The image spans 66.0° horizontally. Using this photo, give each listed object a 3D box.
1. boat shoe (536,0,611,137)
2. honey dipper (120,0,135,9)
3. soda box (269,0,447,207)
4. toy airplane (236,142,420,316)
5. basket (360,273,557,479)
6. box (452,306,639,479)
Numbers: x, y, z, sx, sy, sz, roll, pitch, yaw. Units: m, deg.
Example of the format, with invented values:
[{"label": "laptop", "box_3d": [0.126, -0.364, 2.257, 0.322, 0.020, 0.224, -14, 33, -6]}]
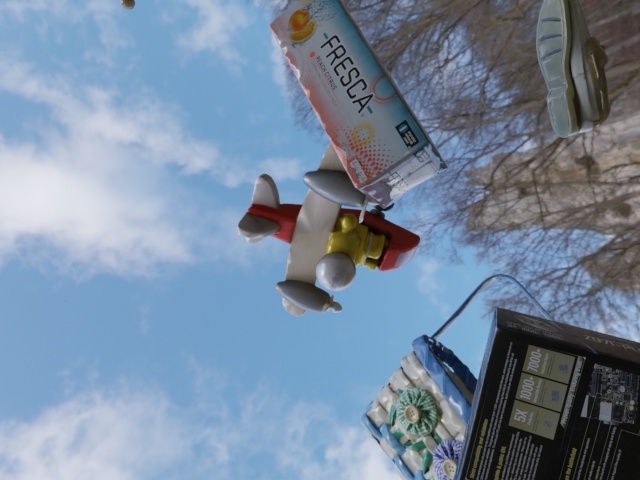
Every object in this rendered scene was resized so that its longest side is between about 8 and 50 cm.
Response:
[{"label": "boat shoe", "box_3d": [0.541, -0.380, 1.048, 0.104, 0.113, 0.301, -15, -72, -2]}, {"label": "honey dipper", "box_3d": [-0.260, -0.360, 0.593, 0.031, 0.031, 0.160, -36, -40, -26]}, {"label": "soda box", "box_3d": [0.027, -0.120, 0.398, 0.058, 0.063, 0.183, 22, -141, -60]}, {"label": "toy airplane", "box_3d": [0.000, 0.000, 1.117, 0.386, 0.385, 0.272, 51, -162, -37]}, {"label": "basket", "box_3d": [0.222, 0.220, 0.638, 0.289, 0.254, 0.201, -44, -34, 4]}, {"label": "box", "box_3d": [0.175, 0.155, 0.342, 0.148, 0.078, 0.179, 13, -83, 18]}]
